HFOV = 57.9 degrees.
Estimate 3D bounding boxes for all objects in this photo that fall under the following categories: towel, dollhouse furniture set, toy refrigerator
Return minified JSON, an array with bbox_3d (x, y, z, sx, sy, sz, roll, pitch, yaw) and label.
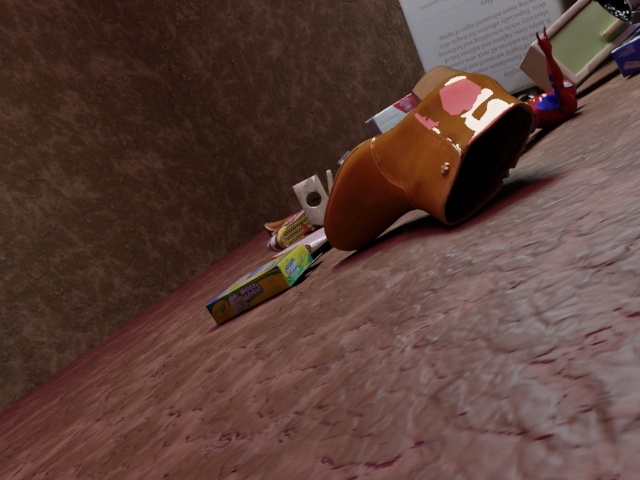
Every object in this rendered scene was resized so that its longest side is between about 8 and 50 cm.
[{"bbox_3d":[0.000,0.000,1.086,0.144,0.029,0.197,-32,5,-27],"label":"towel"},{"bbox_3d":[0.042,-0.091,1.271,0.161,0.101,0.182,-27,-9,2],"label":"dollhouse furniture set"},{"bbox_3d":[0.480,-0.371,0.981,0.269,0.102,0.094,-42,-10,-2],"label":"toy refrigerator"}]

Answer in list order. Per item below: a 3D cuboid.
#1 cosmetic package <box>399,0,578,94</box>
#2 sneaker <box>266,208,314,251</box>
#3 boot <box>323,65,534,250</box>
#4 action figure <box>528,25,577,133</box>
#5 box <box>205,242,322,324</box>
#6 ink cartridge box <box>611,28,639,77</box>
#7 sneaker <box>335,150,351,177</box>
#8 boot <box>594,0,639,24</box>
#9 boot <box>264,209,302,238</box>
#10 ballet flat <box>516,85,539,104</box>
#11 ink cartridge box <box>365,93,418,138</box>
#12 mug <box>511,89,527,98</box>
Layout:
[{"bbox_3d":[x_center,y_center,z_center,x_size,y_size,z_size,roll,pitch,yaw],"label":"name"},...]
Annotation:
[{"bbox_3d":[0.409,-0.556,1.333,0.329,0.394,0.327,-11,20,39],"label":"cosmetic package"},{"bbox_3d":[-0.063,-0.031,1.467,0.084,0.069,0.185,-19,12,45],"label":"sneaker"},{"bbox_3d":[0.107,-0.064,0.679,0.295,0.104,0.211,-56,23,21],"label":"boot"},{"bbox_3d":[0.253,-0.185,0.797,0.280,0.139,0.091,-32,6,-26],"label":"action figure"},{"bbox_3d":[-0.086,0.064,0.908,0.179,0.043,0.105,-27,7,26],"label":"box"},{"bbox_3d":[0.523,-0.313,0.871,0.207,0.046,0.097,-36,8,-40],"label":"ink cartridge box"},{"bbox_3d":[0.120,-0.174,1.428,0.227,0.130,0.087,-22,13,49],"label":"sneaker"},{"bbox_3d":[0.523,-0.424,0.872,0.229,0.091,0.263,-15,39,14],"label":"boot"},{"bbox_3d":[-0.083,-0.049,1.743,0.152,0.073,0.197,-34,18,-7],"label":"boot"},{"bbox_3d":[0.445,-0.298,1.255,0.114,0.041,0.041,-34,6,-15],"label":"ballet flat"},{"bbox_3d":[0.228,-0.289,1.594,0.128,0.176,0.127,-33,8,-3],"label":"ink cartridge box"},{"bbox_3d":[0.506,-0.372,1.495,0.064,0.078,0.062,52,-122,-87],"label":"mug"}]
